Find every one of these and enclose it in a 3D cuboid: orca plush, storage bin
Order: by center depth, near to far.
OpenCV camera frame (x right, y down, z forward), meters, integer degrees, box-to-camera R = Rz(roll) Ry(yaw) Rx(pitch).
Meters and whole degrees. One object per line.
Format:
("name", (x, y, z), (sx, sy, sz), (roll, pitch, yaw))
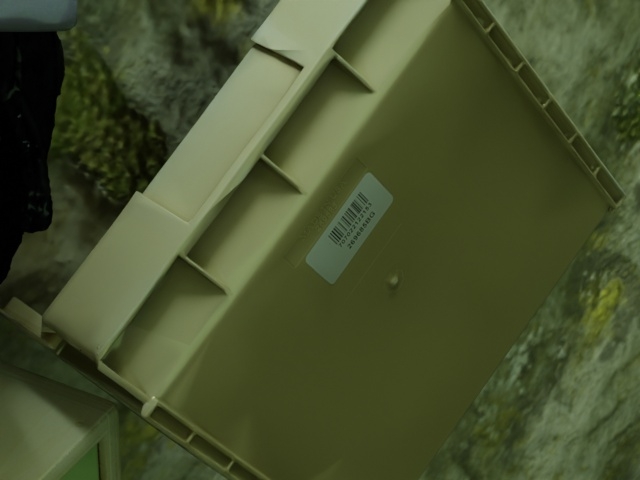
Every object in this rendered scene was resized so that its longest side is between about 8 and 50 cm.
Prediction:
("orca plush", (-0.166, -0.021, 0.803), (0.151, 0.102, 0.287), (13, 104, -48))
("storage bin", (0.000, 0.000, 0.971), (0.262, 0.123, 0.260), (-53, 139, -6))

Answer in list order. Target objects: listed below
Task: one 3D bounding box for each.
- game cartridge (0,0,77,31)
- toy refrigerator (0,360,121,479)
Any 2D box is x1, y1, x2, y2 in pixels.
("game cartridge", (-0.179, -0.244, 0.599), (0.230, 0.068, 0.355), (-3, 105, -21))
("toy refrigerator", (-0.154, 0.203, 0.927), (0.102, 0.094, 0.269), (-45, 145, -49))
